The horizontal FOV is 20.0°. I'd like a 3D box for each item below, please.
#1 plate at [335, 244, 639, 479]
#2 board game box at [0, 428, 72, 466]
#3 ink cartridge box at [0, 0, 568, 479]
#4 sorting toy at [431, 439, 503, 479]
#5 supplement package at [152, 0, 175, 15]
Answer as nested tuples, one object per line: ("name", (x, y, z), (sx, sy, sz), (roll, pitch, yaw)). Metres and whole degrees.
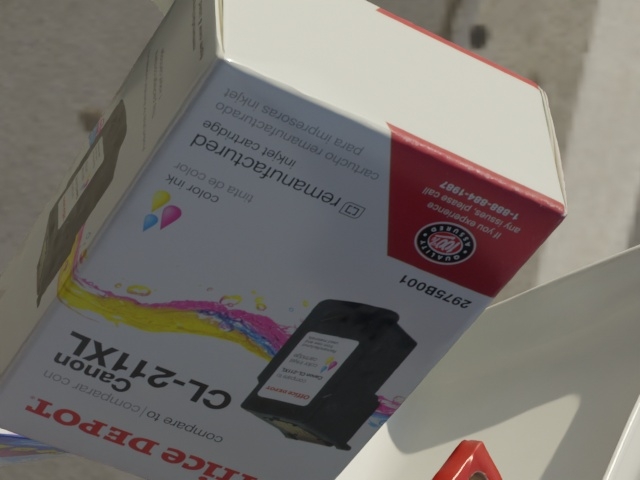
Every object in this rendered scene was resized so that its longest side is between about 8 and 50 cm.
("plate", (0.075, 0.127, 0.921), (0.045, 0.278, 0.277), (46, 49, -16))
("board game box", (-0.397, 0.159, 1.618), (0.319, 0.318, 0.066), (12, 72, -42))
("ink cartridge box", (-0.020, 0.005, 0.610), (0.127, 0.175, 0.072), (22, 36, -21))
("sorting toy", (0.053, 0.192, 0.562), (0.132, 0.046, 0.274), (-50, 121, -38))
("supplement package", (-0.103, -0.326, 1.243), (0.293, 0.175, 0.177), (48, 57, -1))
